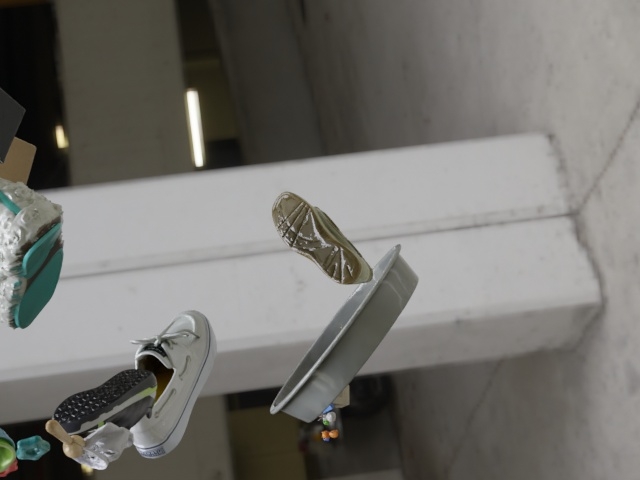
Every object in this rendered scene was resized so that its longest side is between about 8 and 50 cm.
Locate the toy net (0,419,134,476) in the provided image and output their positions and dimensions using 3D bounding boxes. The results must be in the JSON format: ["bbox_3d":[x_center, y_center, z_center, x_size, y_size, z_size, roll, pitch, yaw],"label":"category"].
[{"bbox_3d":[-0.344,0.272,1.522,0.122,0.232,0.045,-57,39,36],"label":"toy net"}]

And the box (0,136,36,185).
[{"bbox_3d":[-0.645,-0.134,2.420,0.201,0.021,0.164,29,-105,-70],"label":"box"}]

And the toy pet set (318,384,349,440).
[{"bbox_3d":[0.004,0.306,2.291,0.114,0.065,0.122,142,132,-61],"label":"toy pet set"}]

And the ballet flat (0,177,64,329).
[{"bbox_3d":[-0.465,0.011,1.857,0.409,0.147,0.147,125,139,-63],"label":"ballet flat"}]

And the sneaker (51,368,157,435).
[{"bbox_3d":[-0.333,0.284,1.950,0.234,0.084,0.097,-23,-63,-56],"label":"sneaker"}]

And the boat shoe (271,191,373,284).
[{"bbox_3d":[0.001,-0.001,1.454,0.153,0.056,0.048,40,-166,29],"label":"boat shoe"}]

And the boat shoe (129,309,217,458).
[{"bbox_3d":[-0.314,0.240,2.397,0.367,0.135,0.156,-72,-33,-46],"label":"boat shoe"}]

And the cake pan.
[{"bbox_3d":[0.039,0.135,1.680,0.293,0.054,0.293,-52,1,1],"label":"cake pan"}]

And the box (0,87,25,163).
[{"bbox_3d":[-0.611,-0.216,1.838,0.184,0.261,0.103,45,-119,-62],"label":"box"}]
